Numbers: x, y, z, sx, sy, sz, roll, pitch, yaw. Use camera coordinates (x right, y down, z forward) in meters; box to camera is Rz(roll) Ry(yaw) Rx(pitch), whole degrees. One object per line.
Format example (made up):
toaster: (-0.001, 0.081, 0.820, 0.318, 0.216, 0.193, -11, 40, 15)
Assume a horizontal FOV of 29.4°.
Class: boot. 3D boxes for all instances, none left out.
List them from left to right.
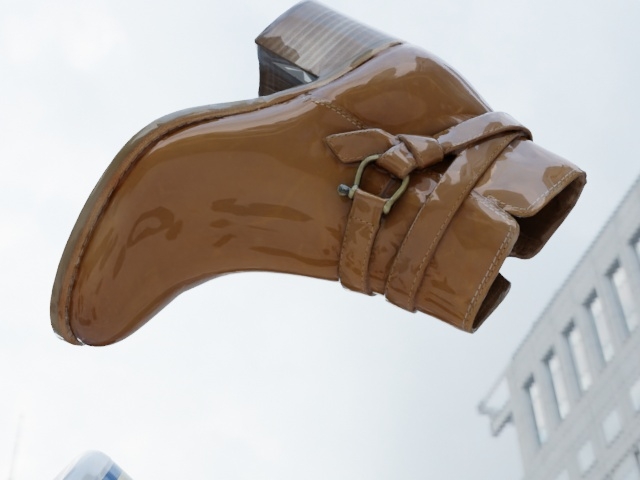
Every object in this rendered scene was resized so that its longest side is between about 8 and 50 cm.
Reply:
boot: (0.000, 0.000, 0.725, 0.220, 0.283, 0.109, 36, -24, 21)

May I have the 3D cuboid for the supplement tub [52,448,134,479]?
supplement tub: (-0.159, 0.281, 0.973, 0.199, 0.144, 0.144, 44, -57, -4)
